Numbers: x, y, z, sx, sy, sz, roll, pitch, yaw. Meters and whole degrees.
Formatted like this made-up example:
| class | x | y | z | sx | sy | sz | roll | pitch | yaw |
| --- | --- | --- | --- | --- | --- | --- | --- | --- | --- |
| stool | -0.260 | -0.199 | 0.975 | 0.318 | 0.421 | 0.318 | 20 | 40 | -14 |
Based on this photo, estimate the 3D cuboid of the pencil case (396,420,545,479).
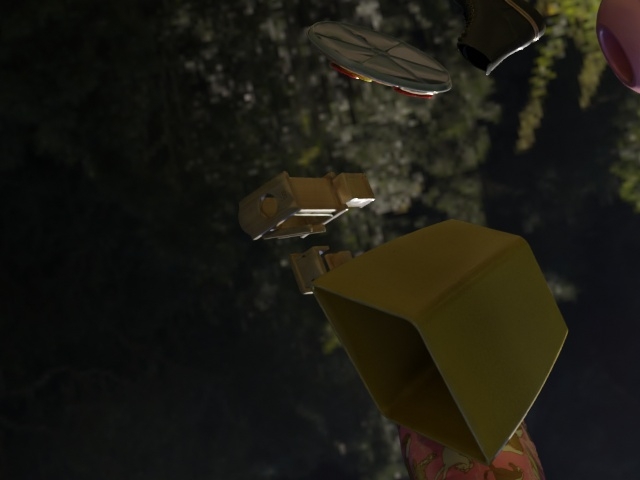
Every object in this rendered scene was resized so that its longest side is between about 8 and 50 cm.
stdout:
| class | x | y | z | sx | sy | sz | roll | pitch | yaw |
| --- | --- | --- | --- | --- | --- | --- | --- | --- | --- |
| pencil case | 0.194 | 0.282 | 1.699 | 0.167 | 0.160 | 0.386 | -31 | -146 | 14 |

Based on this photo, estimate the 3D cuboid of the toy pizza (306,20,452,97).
| class | x | y | z | sx | sy | sz | roll | pitch | yaw |
| --- | --- | --- | --- | --- | --- | --- | --- | --- | --- |
| toy pizza | 0.074 | -0.230 | 1.828 | 0.201 | 0.032 | 0.201 | 18 | -157 | -8 |

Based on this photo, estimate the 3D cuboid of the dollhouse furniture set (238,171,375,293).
| class | x | y | z | sx | sy | sz | roll | pitch | yaw |
| --- | --- | --- | --- | --- | --- | --- | --- | --- | --- |
| dollhouse furniture set | 0.000 | 0.000 | 1.934 | 0.101 | 0.161 | 0.182 | -32 | 162 | 35 |

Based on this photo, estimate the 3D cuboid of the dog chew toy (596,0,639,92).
| class | x | y | z | sx | sy | sz | roll | pitch | yaw |
| --- | --- | --- | --- | --- | --- | --- | --- | --- | --- |
| dog chew toy | 0.577 | -0.351 | 2.081 | 0.332 | 0.206 | 0.206 | -29 | 176 | -3 |

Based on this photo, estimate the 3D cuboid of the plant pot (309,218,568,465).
| class | x | y | z | sx | sy | sz | roll | pitch | yaw |
| --- | --- | --- | --- | --- | --- | --- | --- | --- | --- |
| plant pot | 0.153 | 0.094 | 1.607 | 0.187 | 0.212 | 0.212 | -39 | -152 | -20 |

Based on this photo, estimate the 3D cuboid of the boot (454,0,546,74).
| class | x | y | z | sx | sy | sz | roll | pitch | yaw |
| --- | --- | --- | --- | --- | --- | --- | --- | --- | --- |
| boot | 0.232 | -0.347 | 2.192 | 0.137 | 0.198 | 0.077 | -40 | 149 | -27 |
